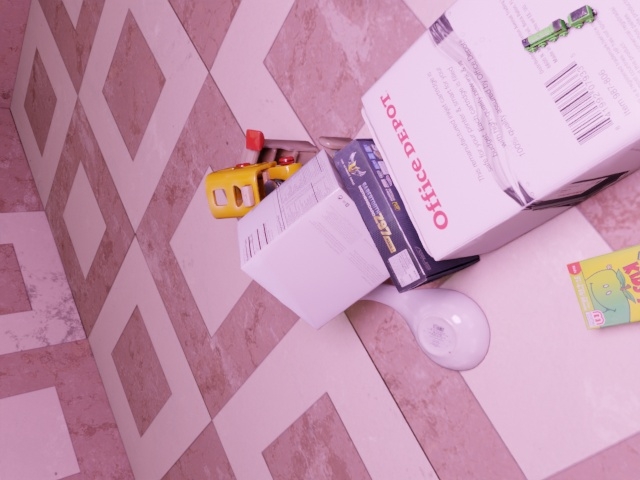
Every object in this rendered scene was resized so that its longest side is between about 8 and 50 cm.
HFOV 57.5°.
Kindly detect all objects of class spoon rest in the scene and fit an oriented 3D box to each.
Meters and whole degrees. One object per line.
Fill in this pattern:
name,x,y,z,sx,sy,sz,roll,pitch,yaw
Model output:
spoon rest,0.163,0.128,1.011,0.276,0.084,0.137,22,113,31

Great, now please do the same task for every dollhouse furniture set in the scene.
dollhouse furniture set,-0.029,-0.099,1.121,0.242,0.160,0.212,41,123,38

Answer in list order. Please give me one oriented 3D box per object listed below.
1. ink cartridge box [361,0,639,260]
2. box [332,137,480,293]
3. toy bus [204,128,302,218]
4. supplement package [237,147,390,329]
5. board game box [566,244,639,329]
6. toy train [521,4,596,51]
ink cartridge box,0.272,-0.187,0.766,0.395,0.166,0.286,-38,66,43
box,0.138,-0.047,0.904,0.059,0.183,0.233,-33,76,37
toy bus,-0.111,-0.090,1.054,0.191,0.104,0.202,41,121,12
supplement package,0.000,0.000,0.979,0.203,0.194,0.149,-38,32,14
board game box,0.413,0.049,0.728,0.181,0.043,0.092,-25,76,47
toy train,0.257,-0.230,0.635,0.083,0.023,0.017,-20,79,46
